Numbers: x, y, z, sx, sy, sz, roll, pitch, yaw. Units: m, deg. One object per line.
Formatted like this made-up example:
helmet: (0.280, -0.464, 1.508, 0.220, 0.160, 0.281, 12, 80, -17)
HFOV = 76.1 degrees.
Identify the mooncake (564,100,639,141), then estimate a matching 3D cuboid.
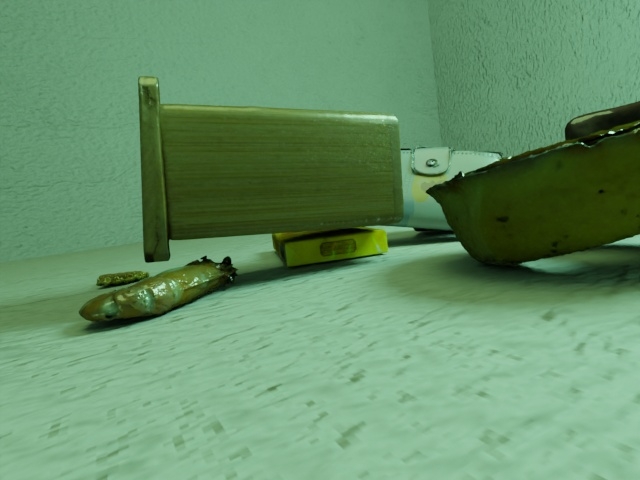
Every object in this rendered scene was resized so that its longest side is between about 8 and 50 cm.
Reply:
mooncake: (0.533, -0.125, 0.572, 0.325, 0.174, 0.333, 1, 7, 42)

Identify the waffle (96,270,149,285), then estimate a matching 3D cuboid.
waffle: (-0.323, 0.060, 0.658, 0.078, 0.016, 0.085, -7, 4, -40)

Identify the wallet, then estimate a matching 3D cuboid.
wallet: (0.179, -0.084, 0.687, 0.231, 0.170, 0.069, 6, -28, 21)

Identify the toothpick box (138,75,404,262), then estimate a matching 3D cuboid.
toothpick box: (-0.065, -0.081, 0.533, 0.308, 0.190, 0.187, -4, 1, -20)

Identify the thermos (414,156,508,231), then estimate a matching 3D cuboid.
thermos: (0.311, -0.087, 0.764, 0.265, 0.146, 0.176, 0, -17, 23)

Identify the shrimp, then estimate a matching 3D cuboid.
shrimp: (-0.156, 0.046, 0.431, 0.091, 0.043, 0.184, -7, 5, 40)

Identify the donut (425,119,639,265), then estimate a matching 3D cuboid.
donut: (0.248, -0.048, 0.392, 0.272, 0.107, 0.272, -19, 1, 0)

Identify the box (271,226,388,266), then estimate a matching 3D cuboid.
box: (0.000, 0.000, 0.705, 0.152, 0.043, 0.269, -7, 6, -11)
